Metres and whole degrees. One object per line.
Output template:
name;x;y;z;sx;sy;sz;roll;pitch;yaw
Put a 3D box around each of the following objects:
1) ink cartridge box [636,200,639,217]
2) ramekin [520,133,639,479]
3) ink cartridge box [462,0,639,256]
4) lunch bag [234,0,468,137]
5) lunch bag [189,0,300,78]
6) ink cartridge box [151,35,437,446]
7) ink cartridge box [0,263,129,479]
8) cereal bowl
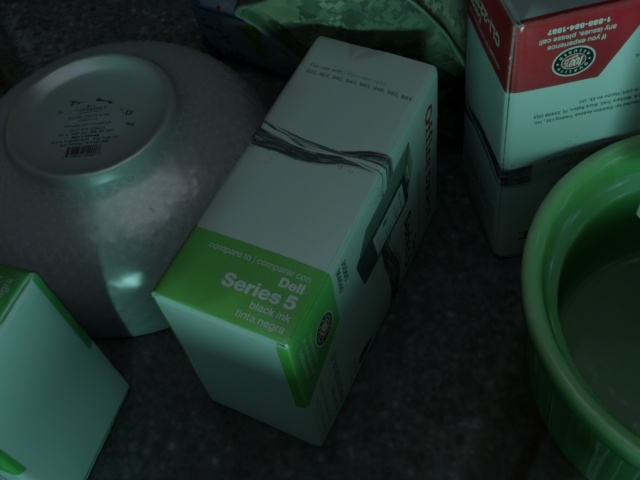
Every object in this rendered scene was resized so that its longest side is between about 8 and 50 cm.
ink cartridge box;0.279;-0.047;0.488;0.089;0.143;0.092;-25;57;-9
ramekin;0.300;0.072;0.583;0.303;0.148;0.304;-4;55;6
ink cartridge box;0.231;-0.124;0.653;0.196;0.273;0.114;-13;52;-1
lunch bag;0.081;-0.256;0.741;0.168;0.287;0.235;-12;61;42
lunch bag;-0.024;-0.278;0.900;0.218;0.090;0.176;21;62;20
ink cartridge box;0.000;0.000;0.643;0.114;0.198;0.273;19;61;19
ink cartridge box;-0.335;0.094;0.617;0.289;0.211;0.122;12;59;15
cereal bowl;-0.203;-0.081;0.763;0.338;0.141;0.339;-3;55;5
